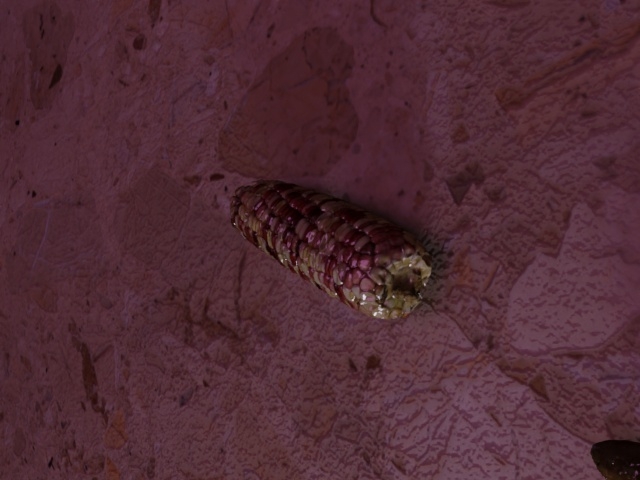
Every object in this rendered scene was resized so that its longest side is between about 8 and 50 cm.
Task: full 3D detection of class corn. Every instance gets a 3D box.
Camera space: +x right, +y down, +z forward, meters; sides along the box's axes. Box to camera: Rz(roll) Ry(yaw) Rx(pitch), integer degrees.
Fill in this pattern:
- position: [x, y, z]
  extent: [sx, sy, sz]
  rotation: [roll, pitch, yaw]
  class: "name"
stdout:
- position: [0.000, 0.000, 0.983]
  extent: [0.290, 0.098, 0.098]
  rotation: [25, 109, 50]
  class: "corn"

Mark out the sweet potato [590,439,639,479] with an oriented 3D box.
- position: [0.321, 0.172, 0.613]
  extent: [0.310, 0.098, 0.124]
  rotation: [-29, 46, 47]
  class: "sweet potato"
